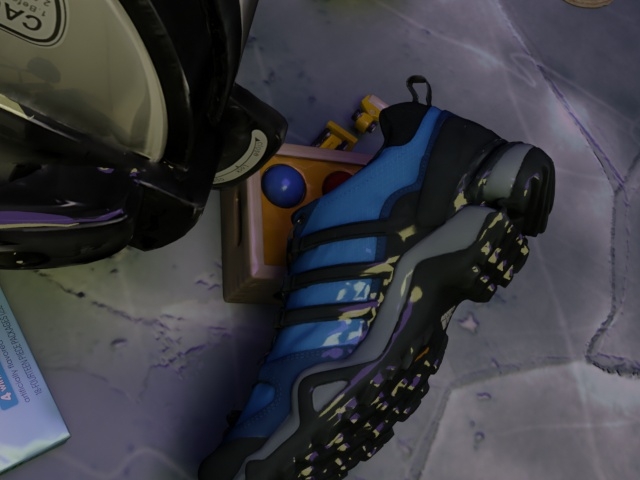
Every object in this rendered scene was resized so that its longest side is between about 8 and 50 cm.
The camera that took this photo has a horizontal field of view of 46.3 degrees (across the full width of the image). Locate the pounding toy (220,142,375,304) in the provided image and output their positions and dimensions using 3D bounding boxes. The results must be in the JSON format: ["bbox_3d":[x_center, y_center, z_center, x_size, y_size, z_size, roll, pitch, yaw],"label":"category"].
[{"bbox_3d":[0.000,0.000,0.577,0.130,0.100,0.141,4,69,-23],"label":"pounding toy"}]

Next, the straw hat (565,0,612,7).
[{"bbox_3d":[0.319,-0.350,0.884,0.145,0.061,0.144,9,67,-22],"label":"straw hat"}]

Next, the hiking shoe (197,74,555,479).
[{"bbox_3d":[0.018,0.044,0.491,0.132,0.113,0.304,38,85,30],"label":"hiking shoe"}]

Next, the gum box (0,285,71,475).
[{"bbox_3d":[-0.272,0.094,0.451,0.184,0.041,0.157,-24,81,-29],"label":"gum box"}]

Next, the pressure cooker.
[{"bbox_3d":[-0.198,-0.192,0.403,0.370,0.375,0.420,5,60,12],"label":"pressure cooker"}]

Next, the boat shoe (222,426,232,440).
[{"bbox_3d":[-0.048,0.190,0.510,0.042,0.049,0.133,-3,76,-34],"label":"boat shoe"}]

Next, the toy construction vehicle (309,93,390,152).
[{"bbox_3d":[0.043,-0.080,0.673,0.086,0.035,0.098,35,57,4],"label":"toy construction vehicle"}]
